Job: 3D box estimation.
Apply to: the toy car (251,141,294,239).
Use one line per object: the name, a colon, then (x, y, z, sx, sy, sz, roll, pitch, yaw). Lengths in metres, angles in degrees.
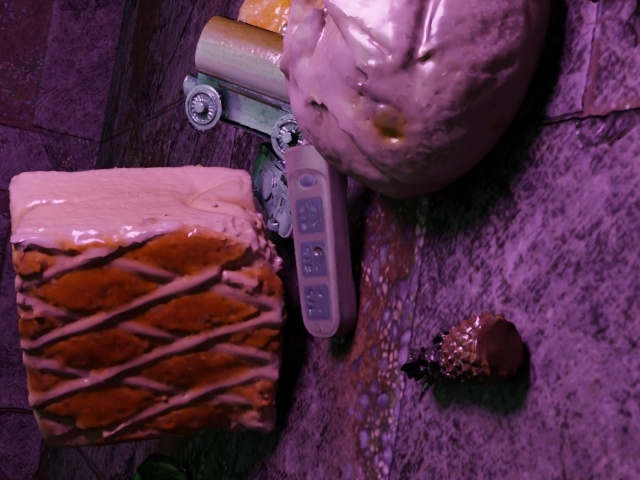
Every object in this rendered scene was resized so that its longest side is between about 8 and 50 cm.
toy car: (-0.055, -0.081, 1.293, 0.224, 0.076, 0.090, -124, 47, -58)

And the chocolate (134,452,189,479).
chocolate: (-0.334, 0.564, 1.580, 0.110, 0.110, 0.291, 50, 127, 58)

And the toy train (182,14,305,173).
toy train: (-0.075, -0.222, 1.208, 0.307, 0.126, 0.189, 24, 117, 25)

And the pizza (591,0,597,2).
pizza: (0.272, -0.312, 0.680, 0.289, 0.081, 0.229, 34, 121, 34)

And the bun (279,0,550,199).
bun: (0.080, -0.231, 0.925, 0.365, 0.219, 0.365, -24, 62, 59)

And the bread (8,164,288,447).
bread: (-0.265, 0.098, 1.231, 0.279, 0.390, 0.371, -119, 31, -62)

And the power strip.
power strip: (0.002, 0.000, 1.103, 0.080, 0.048, 0.286, -3, 93, 45)

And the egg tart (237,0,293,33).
egg tart: (-0.065, -0.343, 1.328, 0.291, 0.107, 0.291, -12, 74, 47)

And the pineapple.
pineapple: (0.137, 0.120, 0.838, 0.159, 0.074, 0.074, 150, 126, -60)
